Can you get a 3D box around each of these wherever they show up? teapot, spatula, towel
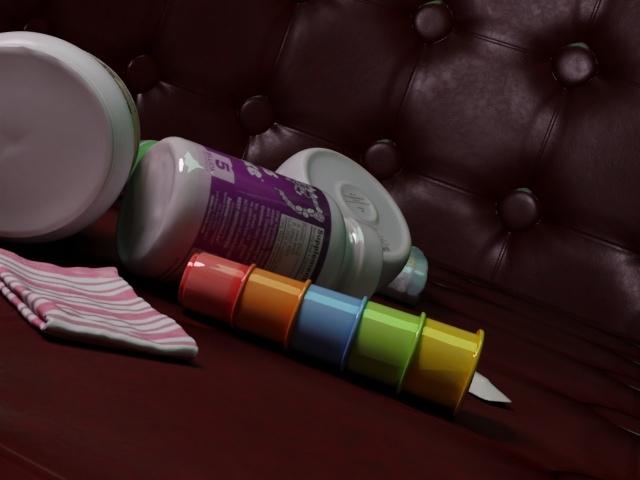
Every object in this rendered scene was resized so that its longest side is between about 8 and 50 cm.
[{"bbox_3d":[0.000,0.000,1.427,0.256,0.187,0.252,36,31,-17],"label":"teapot"},{"bbox_3d":[0.115,0.147,1.210,0.168,0.019,0.242,12,7,-26],"label":"spatula"},{"bbox_3d":[-0.211,0.052,0.856,0.144,0.029,0.197,15,7,-38],"label":"towel"},{"bbox_3d":[0.048,0.023,1.881,0.320,0.090,0.374,17,5,2],"label":"towel"}]

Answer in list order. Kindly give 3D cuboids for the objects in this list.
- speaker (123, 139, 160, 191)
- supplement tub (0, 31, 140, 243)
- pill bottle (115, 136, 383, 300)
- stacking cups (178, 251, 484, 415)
[{"bbox_3d":[-0.236,-0.091,1.739,0.296,0.131,0.131,24,6,36],"label":"speaker"},{"bbox_3d":[-0.326,-0.119,1.102,0.228,0.228,0.316,19,5,-11],"label":"supplement tub"},{"bbox_3d":[-0.077,-0.003,1.158,0.301,0.169,0.169,19,5,-32],"label":"pill bottle"},{"bbox_3d":[0.010,0.082,1.007,0.316,0.096,0.096,21,5,6],"label":"stacking cups"}]
